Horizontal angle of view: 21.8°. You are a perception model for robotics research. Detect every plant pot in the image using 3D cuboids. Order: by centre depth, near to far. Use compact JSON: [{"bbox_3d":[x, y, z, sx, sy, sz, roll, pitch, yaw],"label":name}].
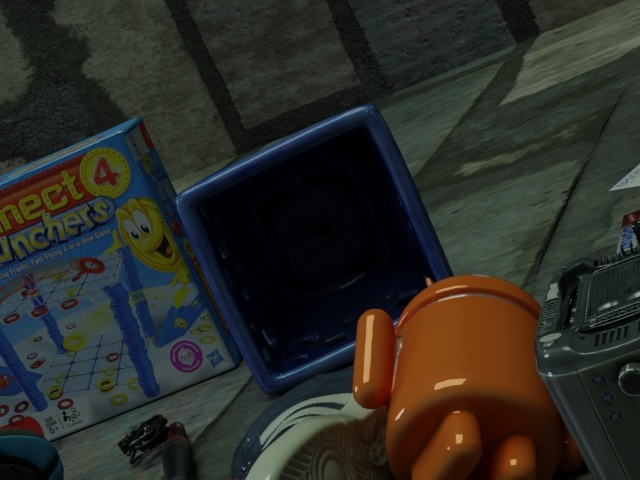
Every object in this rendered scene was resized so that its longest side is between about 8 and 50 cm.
[{"bbox_3d":[0.000,0.000,1.782,0.236,0.236,0.212,-25,5,4],"label":"plant pot"}]

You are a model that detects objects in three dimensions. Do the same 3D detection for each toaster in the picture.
[{"bbox_3d":[0.224,0.086,1.097,0.129,0.146,0.227,-21,13,16],"label":"toaster"}]

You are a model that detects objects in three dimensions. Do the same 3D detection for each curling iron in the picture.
[{"bbox_3d":[-0.149,0.213,1.600,0.068,0.035,0.274,-31,11,-8],"label":"curling iron"}]

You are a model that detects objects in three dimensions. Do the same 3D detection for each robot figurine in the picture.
[{"bbox_3d":[0.109,0.109,1.204,0.158,0.128,0.219,-9,33,11],"label":"robot figurine"}]

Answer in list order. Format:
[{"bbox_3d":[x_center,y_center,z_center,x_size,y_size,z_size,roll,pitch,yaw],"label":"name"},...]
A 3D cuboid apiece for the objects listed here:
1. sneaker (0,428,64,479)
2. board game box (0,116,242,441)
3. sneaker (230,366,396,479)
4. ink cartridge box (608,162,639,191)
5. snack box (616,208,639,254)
[{"bbox_3d":[-0.417,0.282,1.631,0.341,0.125,0.139,-27,10,-16],"label":"sneaker"},{"bbox_3d":[-0.287,0.056,1.929,0.308,0.302,0.086,-23,11,13],"label":"board game box"},{"bbox_3d":[-0.016,0.186,1.225,0.148,0.131,0.350,-19,3,23],"label":"sneaker"},{"bbox_3d":[0.437,-0.095,1.734,0.208,0.045,0.206,-12,17,44],"label":"ink cartridge box"},{"bbox_3d":[0.281,0.028,1.453,0.022,0.064,0.178,-23,11,19],"label":"snack box"}]
